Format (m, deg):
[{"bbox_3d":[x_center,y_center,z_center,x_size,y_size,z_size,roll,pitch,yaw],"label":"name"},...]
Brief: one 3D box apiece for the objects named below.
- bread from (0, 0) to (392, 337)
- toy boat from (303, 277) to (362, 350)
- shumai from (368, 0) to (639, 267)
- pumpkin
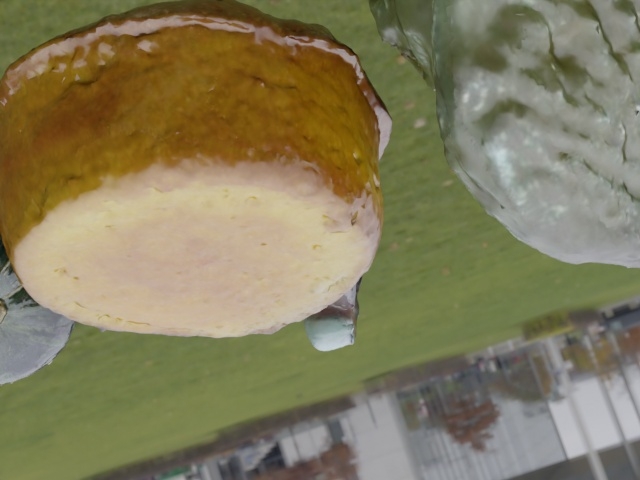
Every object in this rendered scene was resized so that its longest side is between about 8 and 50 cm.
[{"bbox_3d":[-0.089,-0.045,0.815,0.312,0.172,0.312,-6,152,-3],"label":"bread"},{"bbox_3d":[0.000,0.000,1.076,0.085,0.155,0.227,1,-145,5],"label":"toy boat"},{"bbox_3d":[0.194,-0.169,0.868,0.397,0.324,0.323,-30,-159,-22],"label":"shumai"},{"bbox_3d":[-0.322,0.048,1.043,0.190,0.190,0.146,-18,-175,-7],"label":"pumpkin"}]
